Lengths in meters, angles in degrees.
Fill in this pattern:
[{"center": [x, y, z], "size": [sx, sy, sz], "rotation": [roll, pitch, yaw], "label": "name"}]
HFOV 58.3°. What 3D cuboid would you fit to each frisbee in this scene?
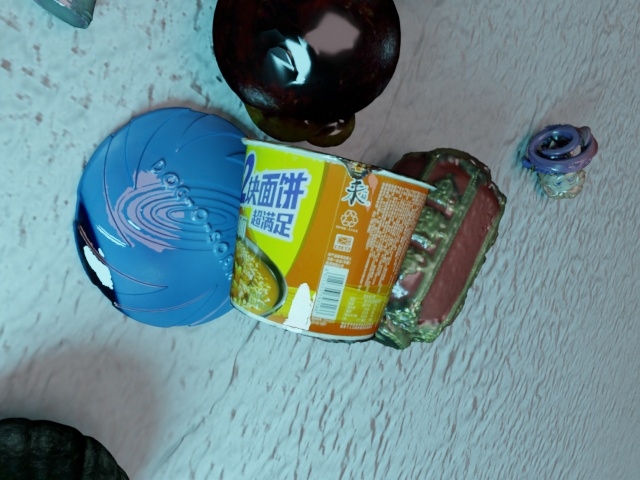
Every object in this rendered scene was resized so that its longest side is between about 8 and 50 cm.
[{"center": [-0.138, -0.022, 0.620], "size": [0.242, 0.045, 0.242], "rotation": [-5, 97, -38], "label": "frisbee"}]

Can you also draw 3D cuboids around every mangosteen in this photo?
[{"center": [-0.017, -0.201, 0.603], "size": [0.209, 0.209, 0.210], "rotation": [-6, 99, -38], "label": "mangosteen"}]

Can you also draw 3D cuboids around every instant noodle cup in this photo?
[{"center": [0.000, 0.000, 0.604], "size": [0.213, 0.213, 0.174], "rotation": [10, 96, -39], "label": "instant noodle cup"}]

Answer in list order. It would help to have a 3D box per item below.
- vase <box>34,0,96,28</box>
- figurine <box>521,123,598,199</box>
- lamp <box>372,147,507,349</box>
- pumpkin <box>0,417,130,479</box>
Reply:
[{"center": [-0.191, -0.301, 0.520], "size": [0.086, 0.086, 0.214], "rotation": [29, 82, -37], "label": "vase"}, {"center": [0.430, -0.144, 1.030], "size": [0.157, 0.126, 0.114], "rotation": [40, 26, -60], "label": "figurine"}, {"center": [0.128, 0.007, 0.757], "size": [0.177, 0.177, 0.274], "rotation": [44, 70, -34], "label": "lamp"}, {"center": [-0.262, 0.263, 0.481], "size": [0.220, 0.161, 0.221], "rotation": [1, 88, -30], "label": "pumpkin"}]
